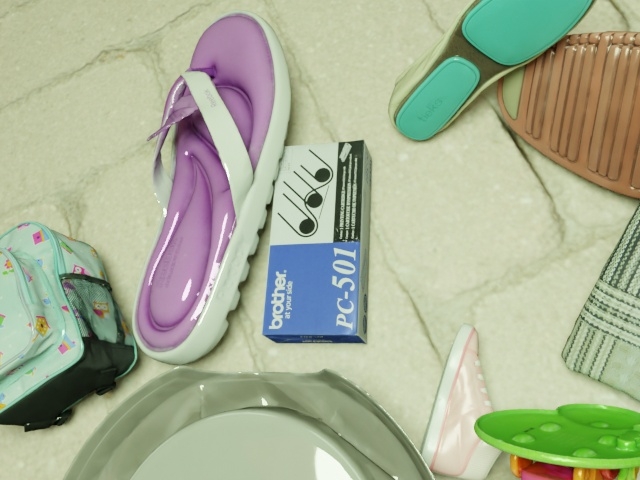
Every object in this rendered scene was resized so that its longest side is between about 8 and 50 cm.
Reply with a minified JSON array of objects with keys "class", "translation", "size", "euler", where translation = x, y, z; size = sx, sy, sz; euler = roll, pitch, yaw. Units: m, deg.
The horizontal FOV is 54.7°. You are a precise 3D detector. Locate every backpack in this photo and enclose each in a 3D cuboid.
[{"class":"backpack","translation":[-0.300,0.077,0.635],"size":[0.166,0.144,0.188],"euler":[-35,55,15]}]

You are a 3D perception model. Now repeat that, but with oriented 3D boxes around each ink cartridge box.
[{"class":"ink cartridge box","translation":[0.000,0.000,0.637],"size":[0.097,0.046,0.207],"euler":[-2,69,16]}]

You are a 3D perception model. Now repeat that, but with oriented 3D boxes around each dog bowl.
[{"class":"dog bowl","translation":[-0.056,0.273,0.517],"size":[0.348,0.102,0.349],"euler":[-5,69,13]}]

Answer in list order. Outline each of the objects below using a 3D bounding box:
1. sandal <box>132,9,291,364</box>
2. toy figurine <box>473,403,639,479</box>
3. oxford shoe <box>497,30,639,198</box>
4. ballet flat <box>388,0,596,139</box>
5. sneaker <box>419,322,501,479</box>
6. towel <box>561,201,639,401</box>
[{"class":"sandal","translation":[-0.127,-0.083,0.650],"size":[0.169,0.102,0.416],"euler":[-8,67,33]},{"class":"toy figurine","translation":[0.193,0.219,0.470],"size":[0.130,0.173,0.159],"euler":[0,89,43]},{"class":"oxford shoe","translation":[0.362,-0.112,0.559],"size":[0.397,0.140,0.146],"euler":[23,36,31]},{"class":"ballet flat","translation":[0.154,-0.193,0.597],"size":[0.248,0.086,0.086],"euler":[-35,56,46]},{"class":"sneaker","translation":[0.136,0.145,0.545],"size":[0.070,0.051,0.134],"euler":[15,74,13]},{"class":"towel","translation":[0.382,0.046,0.431],"size":[0.324,0.056,0.312],"euler":[29,111,22]}]
